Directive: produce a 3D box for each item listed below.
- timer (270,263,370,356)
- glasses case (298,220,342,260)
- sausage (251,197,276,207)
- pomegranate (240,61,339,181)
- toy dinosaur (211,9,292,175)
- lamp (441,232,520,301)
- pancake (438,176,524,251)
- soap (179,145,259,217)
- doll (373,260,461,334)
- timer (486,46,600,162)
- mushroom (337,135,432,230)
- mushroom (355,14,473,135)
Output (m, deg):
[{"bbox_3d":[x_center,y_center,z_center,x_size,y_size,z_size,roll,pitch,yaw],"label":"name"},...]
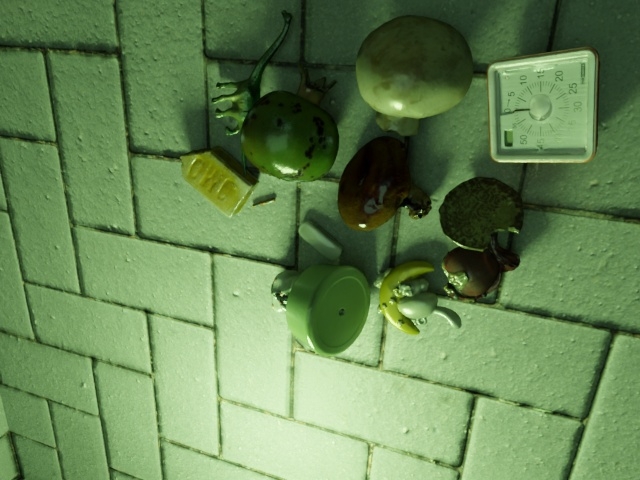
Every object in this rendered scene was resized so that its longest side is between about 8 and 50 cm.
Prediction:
[{"bbox_3d":[-0.044,0.192,1.596,0.315,0.291,0.290,15,117,41],"label":"timer"},{"bbox_3d":[0.000,0.000,1.599,0.164,0.041,0.063,39,117,4],"label":"glasses case"},{"bbox_3d":[-0.192,-0.127,1.640,0.100,0.015,0.015,-14,104,25],"label":"sausage"},{"bbox_3d":[-0.063,-0.317,1.380,0.291,0.291,0.323,43,110,1],"label":"pomegranate"},{"bbox_3d":[-0.180,-0.435,1.489,0.301,0.087,0.446,-7,109,16],"label":"toy dinosaur"},{"bbox_3d":[0.441,0.059,1.408,0.223,0.151,0.215,-36,98,-12],"label":"lamp"},{"bbox_3d":[0.442,-0.077,1.341,0.235,0.029,0.211,-21,66,2],"label":"pancake"},{"bbox_3d":[-0.350,-0.216,1.629,0.258,0.080,0.160,40,118,2],"label":"soap"},{"bbox_3d":[0.291,0.184,1.524,0.252,0.111,0.237,-17,87,27],"label":"doll"},{"bbox_3d":[0.547,-0.329,1.204,0.250,0.161,0.257,2,111,30],"label":"timer"},{"bbox_3d":[0.162,-0.147,1.408,0.268,0.267,0.254,-11,139,24],"label":"mushroom"},{"bbox_3d":[0.237,-0.416,1.258,0.298,0.297,0.290,18,152,14],"label":"mushroom"}]
